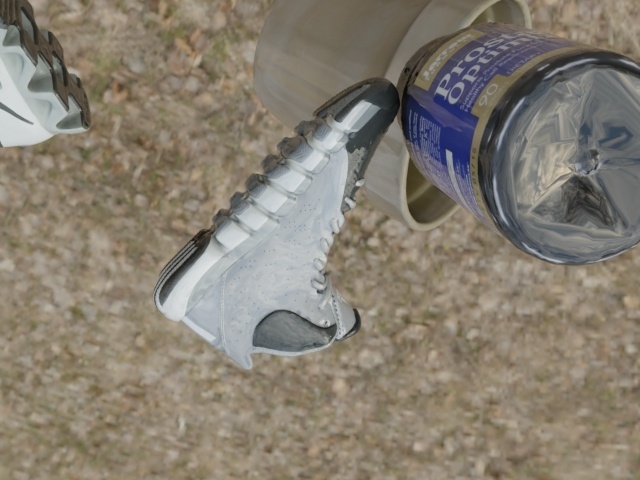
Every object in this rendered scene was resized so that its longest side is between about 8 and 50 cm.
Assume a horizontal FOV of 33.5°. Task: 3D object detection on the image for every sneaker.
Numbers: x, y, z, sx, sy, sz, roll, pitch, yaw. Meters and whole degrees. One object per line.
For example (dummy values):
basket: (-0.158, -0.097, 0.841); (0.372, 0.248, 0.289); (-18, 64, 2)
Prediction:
sneaker: (0.000, 0.000, 0.764); (0.229, 0.086, 0.132); (-45, 104, 6)
sneaker: (-0.334, -0.193, 0.914); (0.146, 0.122, 0.330); (-18, 135, 5)

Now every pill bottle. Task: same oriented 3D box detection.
pill bottle: (0.122, -0.072, 0.671); (0.123, 0.219, 0.122); (-4, 108, -13)

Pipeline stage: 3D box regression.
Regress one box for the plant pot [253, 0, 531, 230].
plant pot: (0.075, -0.210, 1.386); (0.280, 0.323, 0.323); (25, 147, 24)
